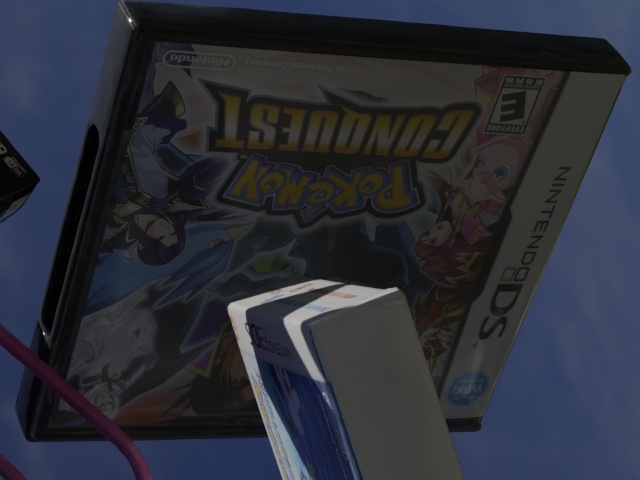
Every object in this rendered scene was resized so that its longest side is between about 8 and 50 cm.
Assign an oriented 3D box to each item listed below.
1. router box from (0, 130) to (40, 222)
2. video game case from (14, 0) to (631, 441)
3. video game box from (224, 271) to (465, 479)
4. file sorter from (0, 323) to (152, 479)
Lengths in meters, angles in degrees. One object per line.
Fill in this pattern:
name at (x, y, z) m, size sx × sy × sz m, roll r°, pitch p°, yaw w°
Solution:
router box at (-0.197, -0.048, 0.849) m, size 0.122 × 0.038 × 0.092 m, roll 49°, pitch -143°, yaw 3°
video game case at (0.000, 0.000, 0.988) m, size 0.275 × 0.248 × 0.035 m, roll 1°, pitch -144°, yaw -27°
video game box at (0.024, 0.118, 0.823) m, size 0.187 × 0.048 × 0.205 m, roll -174°, pitch 66°, yaw -79°
file sorter at (-0.249, 0.166, 0.893) m, size 0.182 × 0.202 × 0.291 m, roll 36°, pitch -147°, yaw 27°
